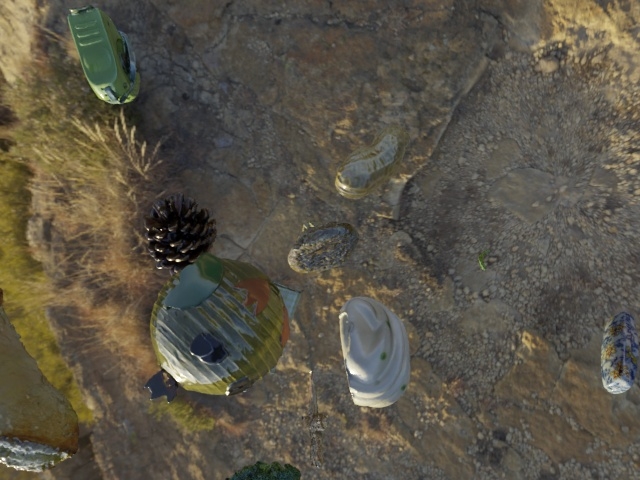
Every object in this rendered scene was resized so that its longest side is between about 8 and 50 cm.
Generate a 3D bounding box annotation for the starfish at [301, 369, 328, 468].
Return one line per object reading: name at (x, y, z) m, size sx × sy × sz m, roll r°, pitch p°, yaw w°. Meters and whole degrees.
starfish at (-0.010, 0.537, 1.296) m, size 0.047 × 0.231 × 0.296 m, roll 2°, pitch 86°, yaw -14°

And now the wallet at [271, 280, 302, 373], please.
wallet at (-0.214, 0.300, 1.613) m, size 0.223 × 0.077 × 0.310 m, roll 20°, pitch 86°, yaw -6°

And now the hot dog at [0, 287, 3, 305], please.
hot dog at (-0.553, 0.116, 0.715) m, size 0.144 × 0.062 × 0.038 m, roll 47°, pitch 120°, yaw 54°

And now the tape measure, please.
tape measure at (-0.485, -0.412, 1.031) m, size 0.106 × 0.175 × 0.200 m, roll -15°, pitch 101°, yaw 1°

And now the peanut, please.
peanut at (0.174, -0.258, 1.445) m, size 0.153 × 0.140 × 0.325 m, roll 34°, pitch 69°, yaw 24°

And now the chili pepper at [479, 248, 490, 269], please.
chili pepper at (0.491, 0.056, 1.330) m, size 0.030 × 0.083 × 0.017 m, roll 19°, pitch 140°, yaw 5°

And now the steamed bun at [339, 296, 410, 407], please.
steamed bun at (0.093, 0.181, 0.731) m, size 0.106 × 0.183 × 0.183 m, roll -11°, pitch 91°, yaw 7°

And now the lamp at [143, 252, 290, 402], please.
lamp at (-0.196, 0.165, 0.784) m, size 0.250 × 0.250 × 0.284 m, roll 37°, pitch 68°, yaw 20°

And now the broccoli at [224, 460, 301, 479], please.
broccoli at (-0.197, 0.826, 1.420) m, size 0.294 × 0.245 × 0.265 m, roll -14°, pitch 100°, yaw 18°

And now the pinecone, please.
pinecone at (-0.343, -0.024, 1.094) m, size 0.186 × 0.168 × 0.213 m, roll -103°, pitch 15°, yaw -45°

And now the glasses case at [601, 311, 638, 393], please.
glasses case at (0.809, 0.297, 1.197) m, size 0.065 × 0.248 × 0.087 m, roll 29°, pitch 141°, yaw 10°

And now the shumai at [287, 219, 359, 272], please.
shumai at (0.000, 0.000, 1.266) m, size 0.209 × 0.153 × 0.161 m, roll -30°, pitch 125°, yaw 5°

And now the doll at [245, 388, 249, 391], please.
doll at (-0.149, 0.264, 0.927) m, size 0.039 × 0.057 × 0.114 m, roll 44°, pitch 138°, yaw 44°

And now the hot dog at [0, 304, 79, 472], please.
hot dog at (-0.244, 0.103, 0.317) m, size 0.061 × 0.078 × 0.169 m, roll -44°, pitch 79°, yaw 15°
